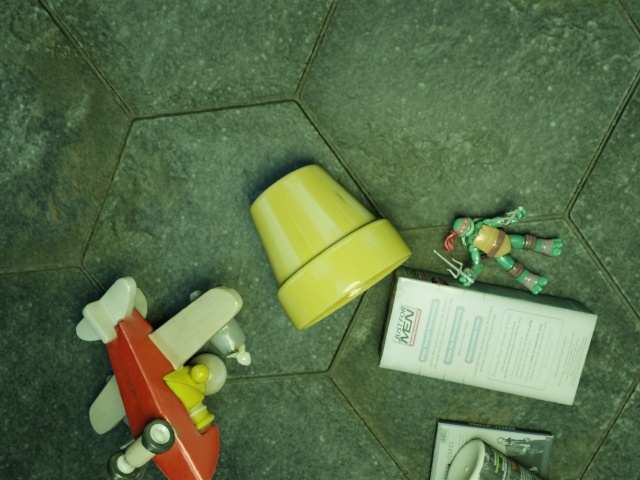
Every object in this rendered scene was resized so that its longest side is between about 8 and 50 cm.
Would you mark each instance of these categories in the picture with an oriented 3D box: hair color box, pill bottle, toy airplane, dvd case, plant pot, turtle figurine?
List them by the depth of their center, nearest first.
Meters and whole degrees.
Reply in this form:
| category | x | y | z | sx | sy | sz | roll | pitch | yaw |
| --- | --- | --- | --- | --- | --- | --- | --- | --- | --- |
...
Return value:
| category | x | y | z | sx | sy | sz | roll | pitch | yaw |
| --- | --- | --- | --- | --- | --- | --- | --- | --- | --- |
| plant pot | 0.000 | 0.000 | 1.110 | 0.254 | 0.254 | 0.239 | -36 | 80 | 10 |
| turtle figurine | 0.333 | 0.006 | 1.137 | 0.234 | 0.118 | 0.175 | 22 | 111 | -14 |
| hair color box | 0.314 | 0.181 | 1.172 | 0.374 | 0.113 | 0.186 | 11 | 101 | 2 |
| toy airplane | -0.310 | 0.253 | 1.185 | 0.386 | 0.272 | 0.385 | 9 | 91 | 39 |
| pill bottle | 0.384 | 0.513 | 1.189 | 0.245 | 0.130 | 0.130 | 33 | 101 | -2 |
| dvd case | 0.355 | 0.475 | 1.265 | 0.238 | 0.029 | 0.179 | 6 | 101 | 4 |
